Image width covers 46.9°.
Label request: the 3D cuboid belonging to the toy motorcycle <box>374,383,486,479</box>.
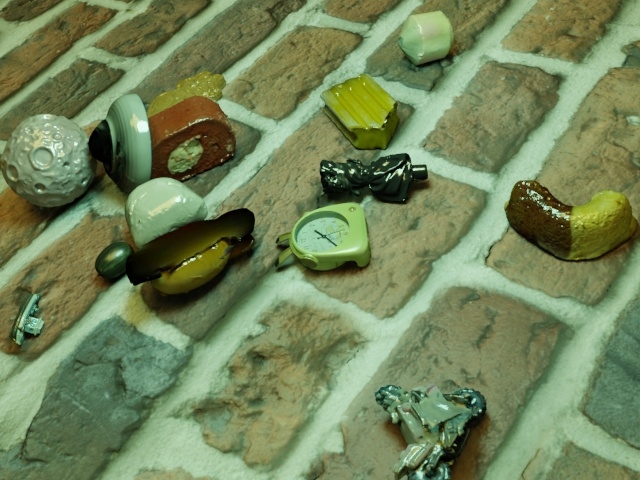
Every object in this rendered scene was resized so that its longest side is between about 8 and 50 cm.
[{"bbox_3d":[0.179,0.344,1.371,0.204,0.108,0.239,20,30,23],"label":"toy motorcycle"}]

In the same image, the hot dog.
[{"bbox_3d":[-0.290,0.050,1.754,0.326,0.107,0.194,-18,35,-11],"label":"hot dog"}]

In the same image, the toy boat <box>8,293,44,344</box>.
[{"bbox_3d":[-0.694,0.192,1.766,0.066,0.059,0.140,16,47,-7],"label":"toy boat"}]

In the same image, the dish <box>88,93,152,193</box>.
[{"bbox_3d":[-0.550,-0.252,1.970,0.133,0.273,0.273,-8,41,-27],"label":"dish"}]

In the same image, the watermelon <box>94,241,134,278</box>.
[{"bbox_3d":[-0.512,0.050,1.834,0.078,0.078,0.110,29,60,34],"label":"watermelon"}]

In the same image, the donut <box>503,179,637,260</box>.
[{"bbox_3d":[0.542,-0.049,1.635,0.295,0.112,0.151,9,49,23],"label":"donut"}]

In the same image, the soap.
[{"bbox_3d":[0.123,-0.352,2.044,0.160,0.080,0.257,-26,47,-8],"label":"soap"}]

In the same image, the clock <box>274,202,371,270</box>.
[{"bbox_3d":[0.000,0.000,1.757,0.232,0.069,0.170,-9,47,7],"label":"clock"}]

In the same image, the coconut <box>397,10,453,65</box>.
[{"bbox_3d":[0.304,-0.600,2.186,0.152,0.147,0.147,-18,46,-12],"label":"coconut"}]

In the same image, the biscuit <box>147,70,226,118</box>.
[{"bbox_3d":[-0.412,-0.435,2.286,0.202,0.044,0.289,25,60,32],"label":"biscuit"}]

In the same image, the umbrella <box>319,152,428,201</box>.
[{"bbox_3d":[0.133,-0.160,1.853,0.272,0.110,0.122,-1,47,7],"label":"umbrella"}]

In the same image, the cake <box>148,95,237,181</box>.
[{"bbox_3d":[-0.372,-0.281,2.037,0.283,0.177,0.151,-22,46,-5],"label":"cake"}]

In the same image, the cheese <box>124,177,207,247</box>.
[{"bbox_3d":[-0.397,-0.071,1.862,0.198,0.154,0.189,-32,51,-10],"label":"cheese"}]

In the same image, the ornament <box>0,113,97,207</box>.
[{"bbox_3d":[-0.733,-0.214,2.017,0.225,0.259,0.259,31,52,-11],"label":"ornament"}]
